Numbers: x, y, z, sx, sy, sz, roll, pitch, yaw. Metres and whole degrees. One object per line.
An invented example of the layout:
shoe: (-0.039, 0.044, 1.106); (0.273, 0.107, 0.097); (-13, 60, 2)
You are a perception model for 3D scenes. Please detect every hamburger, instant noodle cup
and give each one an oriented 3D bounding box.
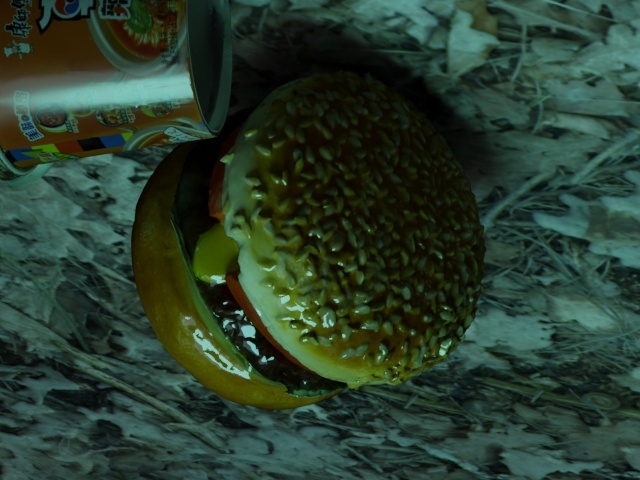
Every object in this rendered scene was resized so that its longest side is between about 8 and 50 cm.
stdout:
hamburger: (0.000, 0.000, 1.936); (0.330, 0.330, 0.250); (30, 147, -26)
instant noodle cup: (-0.193, -0.189, 1.797); (0.192, 0.250, 0.250); (-2, 148, 9)

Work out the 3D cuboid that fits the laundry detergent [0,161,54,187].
laundry detergent: (-0.392, -0.142, 2.113); (0.225, 0.070, 0.099); (36, 152, -32)
